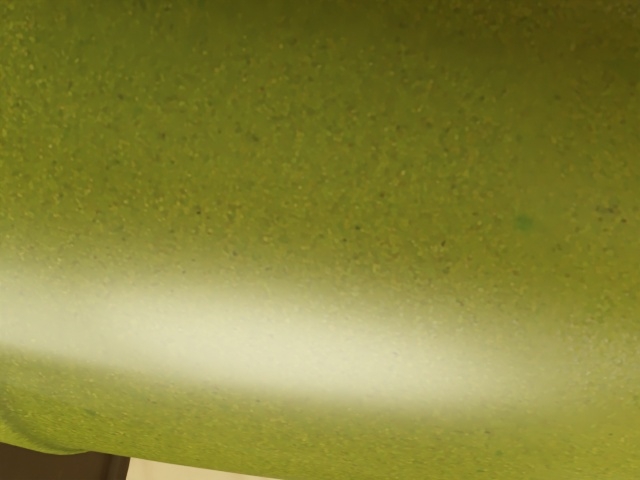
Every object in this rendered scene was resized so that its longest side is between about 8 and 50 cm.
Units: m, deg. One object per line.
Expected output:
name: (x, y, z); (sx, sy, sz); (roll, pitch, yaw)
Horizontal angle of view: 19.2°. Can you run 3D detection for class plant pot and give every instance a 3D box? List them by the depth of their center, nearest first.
plant pot: (0.056, -0.064, 0.620); (0.353, 0.366, 0.366); (16, 122, 18)

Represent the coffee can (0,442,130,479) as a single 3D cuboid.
coffee can: (-0.259, 0.086, 0.957); (0.275, 0.201, 0.201); (13, 121, 19)
